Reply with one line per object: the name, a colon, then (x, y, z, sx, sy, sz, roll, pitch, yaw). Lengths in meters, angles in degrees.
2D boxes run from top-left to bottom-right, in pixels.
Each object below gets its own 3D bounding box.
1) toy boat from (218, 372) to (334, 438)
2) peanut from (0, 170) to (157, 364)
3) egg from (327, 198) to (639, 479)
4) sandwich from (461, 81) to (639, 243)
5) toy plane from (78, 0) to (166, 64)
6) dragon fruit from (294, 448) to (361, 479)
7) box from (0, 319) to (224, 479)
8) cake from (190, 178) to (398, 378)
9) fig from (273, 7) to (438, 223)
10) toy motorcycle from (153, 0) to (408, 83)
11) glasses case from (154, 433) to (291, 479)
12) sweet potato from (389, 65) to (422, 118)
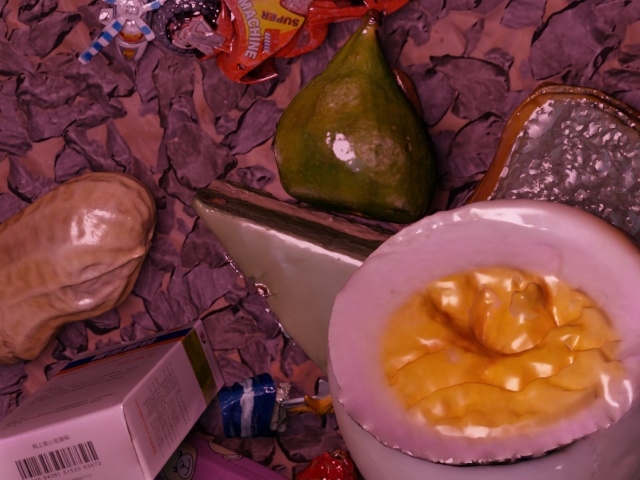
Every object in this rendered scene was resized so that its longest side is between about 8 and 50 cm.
toy boat: (0.015, 0.200, 1.244, 0.291, 0.220, 0.067, -10, 68, -7)
peanut: (-0.353, 0.031, 1.265, 0.340, 0.158, 0.174, -27, 128, 20)
egg: (0.204, 0.184, 1.024, 0.354, 0.355, 0.340, -8, 133, 13)
sandwich: (0.310, -0.020, 1.148, 0.271, 0.099, 0.301, 27, 109, 0)
toy plane: (-0.228, -0.350, 1.146, 0.182, 0.107, 0.273, -10, 115, -2)
dragon fruit: (-0.006, 0.370, 1.322, 0.094, 0.094, 0.190, 33, 117, 1)
box: (-0.265, 0.216, 1.214, 0.200, 0.299, 0.106, -17, 101, 15)
cake: (-0.005, -0.003, 1.190, 0.172, 0.158, 0.284, -39, 91, 17)
fig: (0.051, -0.146, 1.135, 0.203, 0.203, 0.235, 10, 87, 8)
toy motorcycle: (-0.045, -0.280, 1.132, 0.298, 0.089, 0.171, -23, 135, 13)
glasses case: (-0.122, 0.352, 1.298, 0.316, 0.076, 0.123, 16, 113, 31)
sweet potato: (0.106, -0.173, 1.182, 0.034, 0.034, 0.095, -17, 108, 15)
